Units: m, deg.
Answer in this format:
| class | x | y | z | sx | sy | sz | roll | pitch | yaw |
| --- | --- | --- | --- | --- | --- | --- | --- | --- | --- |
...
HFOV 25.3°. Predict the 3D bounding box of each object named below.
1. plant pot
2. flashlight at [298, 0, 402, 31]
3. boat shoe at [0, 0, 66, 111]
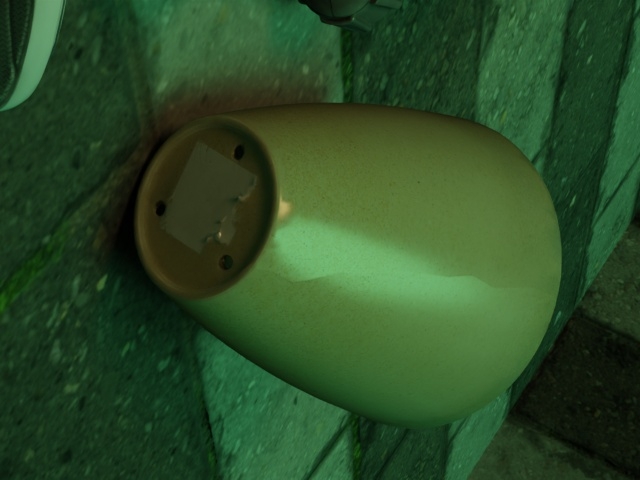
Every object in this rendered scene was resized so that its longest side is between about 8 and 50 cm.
| class | x | y | z | sx | sy | sz | roll | pitch | yaw |
| --- | --- | --- | --- | --- | --- | --- | --- | --- | --- |
| plant pot | 0.000 | 0.000 | 1.050 | 0.274 | 0.256 | 0.256 | 17 | 100 | -52 |
| flashlight | -0.021 | -0.190 | 0.923 | 0.103 | 0.103 | 0.304 | -41 | 166 | 15 |
| boat shoe | -0.137 | -0.170 | 0.677 | 0.076 | 0.083 | 0.226 | -36 | 146 | -50 |
